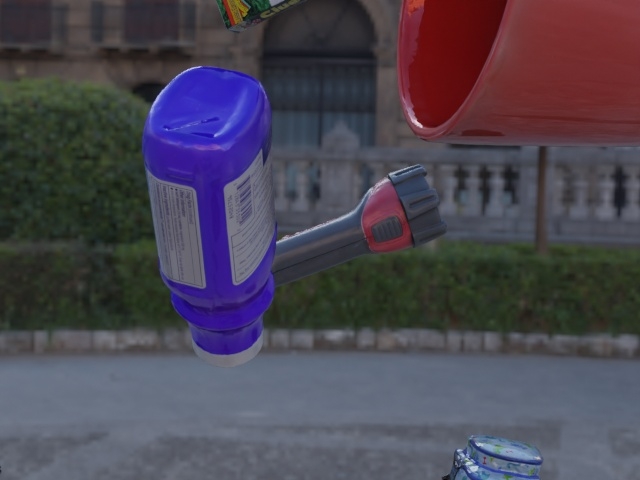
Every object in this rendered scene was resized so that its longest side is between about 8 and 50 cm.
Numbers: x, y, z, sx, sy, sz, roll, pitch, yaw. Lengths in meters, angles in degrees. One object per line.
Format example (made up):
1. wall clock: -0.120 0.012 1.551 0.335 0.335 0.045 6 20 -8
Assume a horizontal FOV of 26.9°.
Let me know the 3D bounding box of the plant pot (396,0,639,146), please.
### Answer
1. plant pot: 0.220 -0.194 1.082 0.243 0.274 0.275 10 2 -14

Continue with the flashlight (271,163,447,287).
1. flashlight: 0.000 0.000 1.663 0.304 0.103 0.103 -20 -28 -1

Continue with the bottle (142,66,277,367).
1. bottle: -0.087 -0.007 1.130 0.092 0.282 0.118 13 48 13

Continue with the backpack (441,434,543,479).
1. backpack: 0.200 0.266 1.487 0.105 0.084 0.114 11 12 -7

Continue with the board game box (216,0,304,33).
1. board game box: -0.066 -0.329 1.178 0.136 0.259 0.030 -23 -6 25
